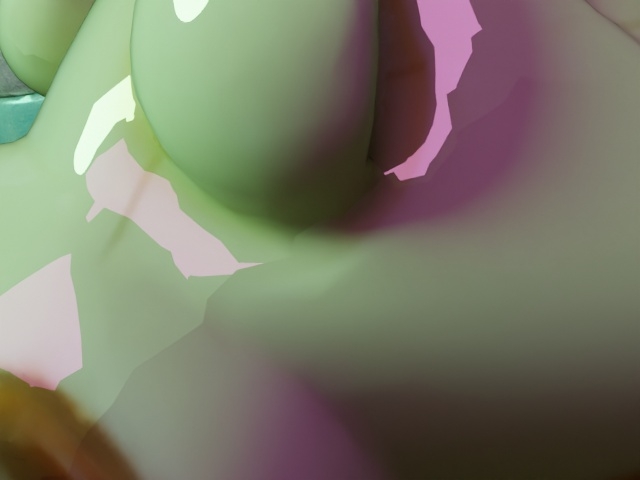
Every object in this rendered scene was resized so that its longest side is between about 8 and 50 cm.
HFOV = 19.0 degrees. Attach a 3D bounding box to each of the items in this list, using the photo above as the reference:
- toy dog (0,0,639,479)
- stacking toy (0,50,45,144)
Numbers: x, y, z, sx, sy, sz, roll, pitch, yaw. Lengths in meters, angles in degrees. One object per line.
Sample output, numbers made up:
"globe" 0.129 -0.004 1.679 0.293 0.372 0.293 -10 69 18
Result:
"toy dog" 0.023 0.019 0.556 0.408 0.395 0.284 -30 -3 -12
"stacking toy" -0.184 -0.096 0.866 0.309 0.130 0.279 -16 30 6
